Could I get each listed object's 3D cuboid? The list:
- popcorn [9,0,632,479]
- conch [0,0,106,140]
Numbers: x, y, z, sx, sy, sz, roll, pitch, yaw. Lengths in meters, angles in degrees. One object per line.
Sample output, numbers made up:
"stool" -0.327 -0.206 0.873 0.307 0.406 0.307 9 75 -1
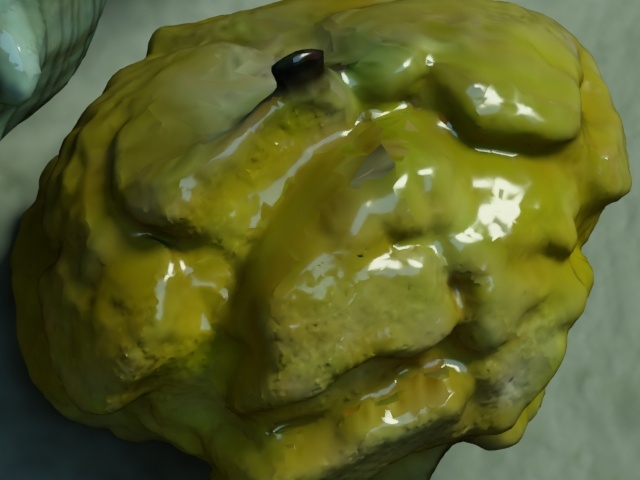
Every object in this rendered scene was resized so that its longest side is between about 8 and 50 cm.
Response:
"popcorn" 0.000 0.000 0.501 0.167 0.152 0.148 -14 41 1
"conch" -0.106 -0.088 0.465 0.137 0.114 0.234 51 28 -16
